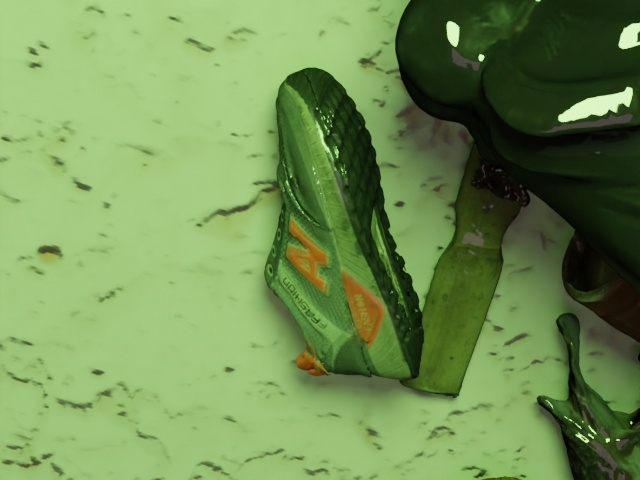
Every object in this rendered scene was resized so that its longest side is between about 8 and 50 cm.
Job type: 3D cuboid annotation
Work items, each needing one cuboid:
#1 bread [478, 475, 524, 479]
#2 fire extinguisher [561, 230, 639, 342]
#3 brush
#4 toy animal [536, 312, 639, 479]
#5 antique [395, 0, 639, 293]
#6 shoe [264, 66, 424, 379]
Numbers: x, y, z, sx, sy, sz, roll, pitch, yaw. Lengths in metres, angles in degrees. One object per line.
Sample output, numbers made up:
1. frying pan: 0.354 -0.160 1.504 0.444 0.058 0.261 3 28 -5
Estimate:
1. bread: 0.107 0.185 1.184 0.085 0.053 0.085 -6 128 -8
2. fire extinguisher: 0.271 0.065 1.110 0.269 0.105 0.105 32 110 -20
3. brush: 0.095 -0.012 1.096 0.043 0.036 0.248 15 115 -3
4. toy animal: 0.182 0.137 1.172 0.105 0.070 0.202 5 123 3
5. antique: 0.199 -0.098 0.950 0.255 0.185 0.322 -45 89 2
6. shoe: -0.001 -0.001 1.075 0.077 0.074 0.194 -11 115 17
